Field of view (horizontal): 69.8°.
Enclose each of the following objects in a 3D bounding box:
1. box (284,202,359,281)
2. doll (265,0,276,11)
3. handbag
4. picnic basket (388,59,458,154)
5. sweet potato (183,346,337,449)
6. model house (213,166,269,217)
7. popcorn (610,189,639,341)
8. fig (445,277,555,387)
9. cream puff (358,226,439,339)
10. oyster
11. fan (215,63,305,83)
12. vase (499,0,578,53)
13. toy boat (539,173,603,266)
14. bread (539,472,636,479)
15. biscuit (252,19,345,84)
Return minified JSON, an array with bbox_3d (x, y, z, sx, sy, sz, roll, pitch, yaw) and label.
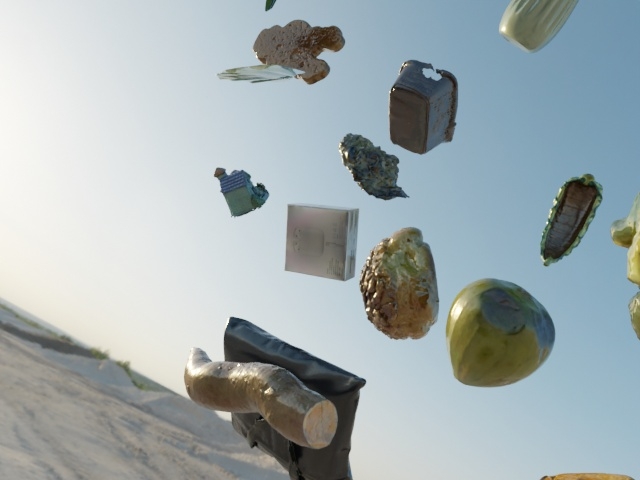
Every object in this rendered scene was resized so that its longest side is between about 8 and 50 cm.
[{"bbox_3d":[0.000,0.000,0.853,0.129,0.130,0.051,8,10,28],"label":"box"},{"bbox_3d":[-0.125,-0.715,1.185,0.134,0.106,0.186,-7,-56,34],"label":"doll"},{"bbox_3d":[-0.048,0.244,0.667,0.254,0.089,0.211,15,-69,36],"label":"handbag"},{"bbox_3d":[0.319,-0.408,1.486,0.222,0.129,0.297,30,-26,26],"label":"picnic basket"},{"bbox_3d":[-0.099,0.168,0.529,0.281,0.067,0.059,-2,-27,43],"label":"sweet potato"},{"bbox_3d":[-0.231,-0.159,1.310,0.119,0.148,0.148,-23,-68,16],"label":"model house"},{"bbox_3d":[0.481,-0.022,0.483,0.274,0.279,0.335,26,-46,33],"label":"popcorn"},{"bbox_3d":[0.405,0.228,1.091,0.239,0.271,0.239,30,19,-12],"label":"fig"},{"bbox_3d":[0.235,0.136,1.411,0.231,0.343,0.327,-7,0,10],"label":"cream puff"},{"bbox_3d":[0.095,-0.137,0.838,0.105,0.177,0.056,-5,-42,-30],"label":"oyster"},{"bbox_3d":[-0.087,-0.243,0.677,0.131,0.009,0.240,-2,15,-3],"label":"fan"},{"bbox_3d":[0.516,-0.549,1.014,0.128,0.128,0.248,31,-65,-8],"label":"vase"},{"bbox_3d":[0.658,-0.040,1.230,0.108,0.293,0.099,24,-14,31],"label":"toy boat"},{"bbox_3d":[0.340,0.385,0.558,0.158,0.149,0.143,-33,-105,40],"label":"bread"},{"bbox_3d":[-0.071,-0.545,1.312,0.295,0.186,0.044,30,-3,31],"label":"biscuit"}]
